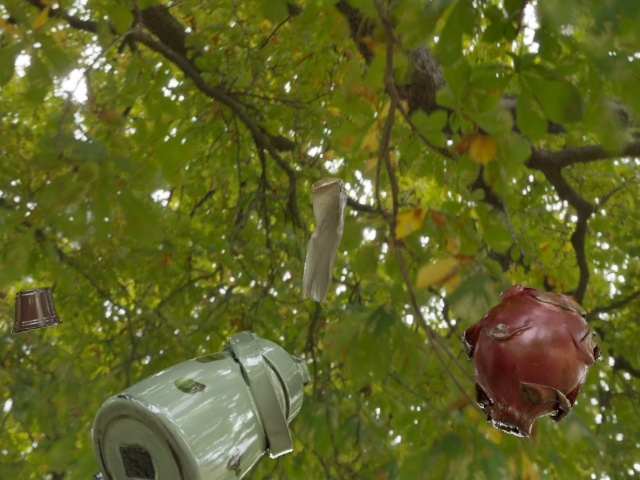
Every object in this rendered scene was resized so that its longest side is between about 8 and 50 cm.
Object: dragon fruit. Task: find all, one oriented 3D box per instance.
[{"bbox_3d":[0.406,0.221,1.312,0.315,0.250,0.250,-45,-70,-14],"label":"dragon fruit"}]

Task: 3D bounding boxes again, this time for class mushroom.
[{"bbox_3d":[0.003,0.000,1.034,0.059,0.054,0.202,-4,-71,-32],"label":"mushroom"}]

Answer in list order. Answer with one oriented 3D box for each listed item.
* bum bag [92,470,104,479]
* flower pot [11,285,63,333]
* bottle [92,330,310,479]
[{"bbox_3d":[-0.448,0.485,1.191,0.095,0.340,0.144,41,-59,37],"label":"bum bag"},{"bbox_3d":[-0.634,0.152,1.488,0.111,0.111,0.089,-11,-92,17],"label":"flower pot"},{"bbox_3d":[-0.147,0.270,1.053,0.229,0.351,0.229,10,-72,32],"label":"bottle"}]
